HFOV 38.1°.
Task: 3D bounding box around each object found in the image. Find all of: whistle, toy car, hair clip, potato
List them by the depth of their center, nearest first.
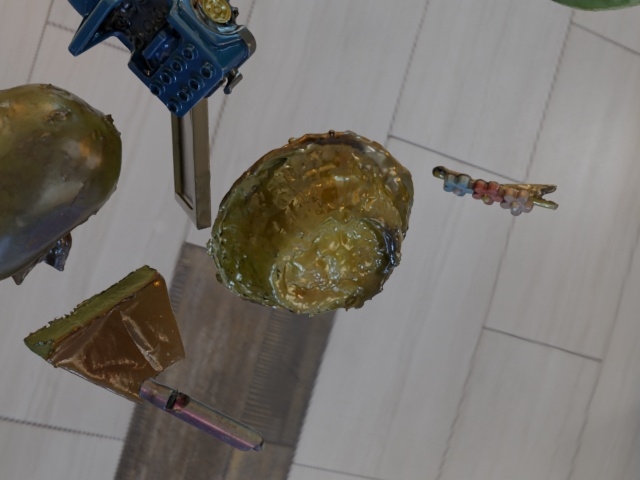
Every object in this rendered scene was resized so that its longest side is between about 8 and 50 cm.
[{"bbox_3d":[-0.150,-0.186,0.778,0.191,0.097,0.100,46,49,-10],"label":"toy car"},{"bbox_3d":[-0.149,0.220,1.164,0.176,0.033,0.033,24,85,10],"label":"whistle"},{"bbox_3d":[-0.391,-0.067,1.172,0.307,0.210,0.173,-45,69,1],"label":"potato"},{"bbox_3d":[0.289,-0.080,1.545,0.214,0.062,0.056,9,63,4],"label":"hair clip"}]

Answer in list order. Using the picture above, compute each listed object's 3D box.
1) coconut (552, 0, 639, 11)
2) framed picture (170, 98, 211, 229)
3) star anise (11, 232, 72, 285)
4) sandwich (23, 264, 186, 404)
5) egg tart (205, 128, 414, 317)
[{"bbox_3d":[0.259,-0.323,0.712,0.328,0.328,0.281,-6,124,-23],"label":"coconut"},{"bbox_3d":[-0.190,-0.257,1.312,0.028,0.326,0.446,-4,101,-13],"label":"framed picture"},{"bbox_3d":[-0.541,-0.069,1.711,0.315,0.108,0.315,0,90,-68],"label":"star anise"},{"bbox_3d":[-0.336,0.189,1.515,0.245,0.063,0.212,-34,127,-35],"label":"sandwich"},{"bbox_3d":[0.000,0.000,1.377,0.345,0.132,0.345,-12,133,-13],"label":"egg tart"}]
